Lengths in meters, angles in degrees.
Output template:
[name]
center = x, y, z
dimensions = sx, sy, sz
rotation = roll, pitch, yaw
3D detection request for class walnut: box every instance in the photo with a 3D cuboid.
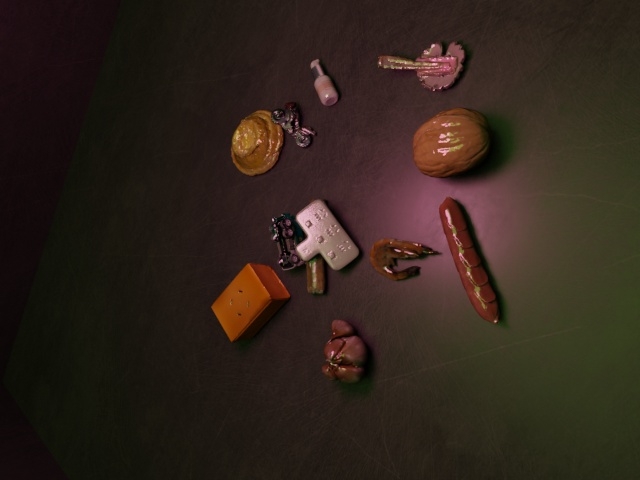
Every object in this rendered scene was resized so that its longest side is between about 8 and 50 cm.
[walnut]
center = 0.413, -0.306, 1.513
dimensions = 0.260, 0.224, 0.225
rotation = -9, 81, 45

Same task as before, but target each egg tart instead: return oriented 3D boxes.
[egg tart]
center = -0.290, -0.424, 2.037
dimensions = 0.290, 0.115, 0.291
rotation = -4, 82, 33

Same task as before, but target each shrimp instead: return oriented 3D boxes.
[shrimp]
center = 0.278, 0.070, 1.658
dimensions = 0.254, 0.059, 0.146
rotation = 11, 95, 34

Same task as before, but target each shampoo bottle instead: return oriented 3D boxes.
[shampoo bottle]
center = 0.007, -0.624, 1.880
dimensions = 0.074, 0.074, 0.192
rotation = -33, 70, 27

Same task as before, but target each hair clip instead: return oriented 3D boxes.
[hair clip]
center = 0.350, -0.611, 1.657
dimensions = 0.300, 0.069, 0.173
rotation = 13, 94, 23

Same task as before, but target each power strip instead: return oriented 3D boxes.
[power strip]
center = 0.000, 0.000, 1.776
dimensions = 0.193, 0.059, 0.265
rotation = -37, 82, 1

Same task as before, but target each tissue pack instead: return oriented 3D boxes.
[tissue pack]
center = -0.288, 0.253, 1.962
dimensions = 0.274, 0.145, 0.194
rotation = -47, 65, 20

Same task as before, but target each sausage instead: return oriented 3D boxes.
[sausage]
center = 0.469, 0.061, 1.521
dimensions = 0.087, 0.087, 0.434
rotation = -26, 72, 29

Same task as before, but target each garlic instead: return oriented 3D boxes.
[garlic]
center = 0.094, 0.399, 1.699
dimensions = 0.160, 0.191, 0.214
rotation = 14, 82, 9

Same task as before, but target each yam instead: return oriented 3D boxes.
[yam]
center = -0.016, 0.022, 1.845
dimensions = 0.083, 0.083, 0.372
rotation = -4, 83, 33

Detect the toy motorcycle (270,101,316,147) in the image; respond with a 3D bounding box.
[toy motorcycle]
center = -0.101, -0.477, 1.937
dimensions = 0.213, 0.082, 0.122
rotation = 45, 99, 12

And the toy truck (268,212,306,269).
[toy truck]
center = -0.115, 0.001, 1.883
dimensions = 0.110, 0.116, 0.216
rotation = -18, 84, 49
